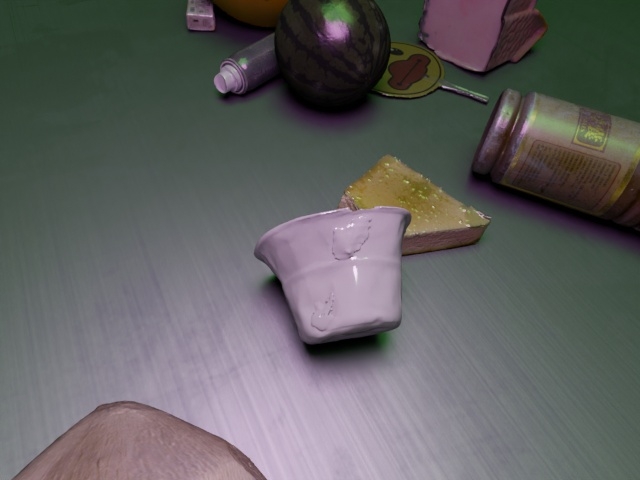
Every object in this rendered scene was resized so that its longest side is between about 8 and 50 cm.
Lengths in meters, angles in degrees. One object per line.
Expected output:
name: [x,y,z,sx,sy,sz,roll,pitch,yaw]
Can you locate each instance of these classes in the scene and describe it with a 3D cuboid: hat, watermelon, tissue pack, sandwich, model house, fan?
hat: [0.025,0.051,0.533,0.203,0.203,0.126,-7,75,-12]
watermelon: [0.019,-0.351,0.817,0.212,0.212,0.212,3,51,-4]
tissue pack: [-0.265,-0.503,1.008,0.062,0.042,0.083,-4,51,-9]
sandwich: [0.124,-0.027,0.665,0.193,0.058,0.162,36,58,19]
model house: [0.378,-0.533,0.991,0.237,0.237,0.202,-30,53,-31]
fan: [0.196,-0.356,0.962,0.335,0.011,0.229,25,53,13]

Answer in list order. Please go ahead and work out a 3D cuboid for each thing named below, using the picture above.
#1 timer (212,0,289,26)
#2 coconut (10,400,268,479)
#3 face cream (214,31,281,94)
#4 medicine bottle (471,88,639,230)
timer: [-0.105,-0.664,0.931,0.376,0.387,0.376,7,52,-10]
coconut: [-0.134,0.243,0.305,0.237,0.237,0.265,-13,53,-16]
face cream: [-0.096,-0.367,0.899,0.073,0.073,0.283,33,56,19]
medicine bottle: [0.419,-0.123,0.711,0.323,0.151,0.151,21,52,10]
